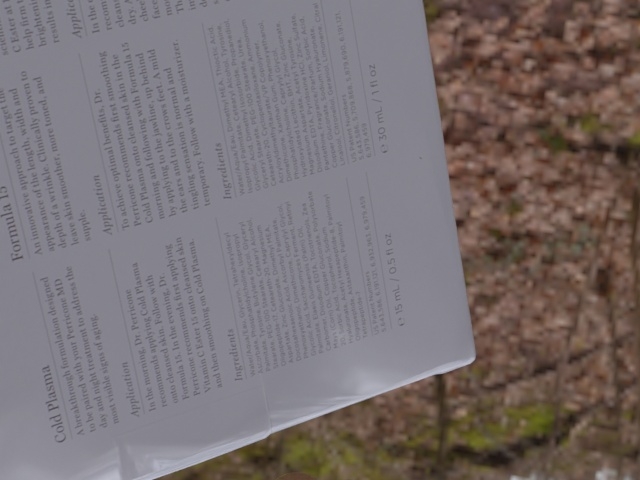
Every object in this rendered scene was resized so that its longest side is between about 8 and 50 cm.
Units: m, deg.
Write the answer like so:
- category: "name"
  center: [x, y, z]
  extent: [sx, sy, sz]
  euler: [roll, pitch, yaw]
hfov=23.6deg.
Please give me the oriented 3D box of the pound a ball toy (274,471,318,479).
- category: "pound a ball toy"
  center: [0.042, 0.349, 1.248]
  extent: [0.208, 0.319, 0.136]
  euler: [12, -168, 13]

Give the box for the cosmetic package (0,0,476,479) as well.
- category: "cosmetic package"
  center: [-0.102, -0.088, 0.635]
  extent: [0.284, 0.377, 0.097]
  euler: [-18, -161, -24]
